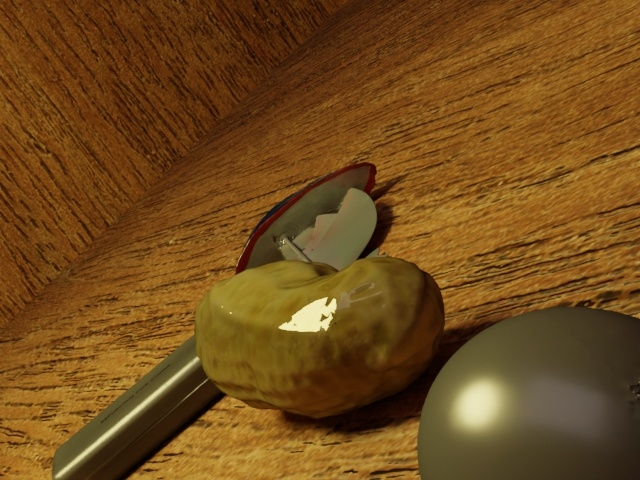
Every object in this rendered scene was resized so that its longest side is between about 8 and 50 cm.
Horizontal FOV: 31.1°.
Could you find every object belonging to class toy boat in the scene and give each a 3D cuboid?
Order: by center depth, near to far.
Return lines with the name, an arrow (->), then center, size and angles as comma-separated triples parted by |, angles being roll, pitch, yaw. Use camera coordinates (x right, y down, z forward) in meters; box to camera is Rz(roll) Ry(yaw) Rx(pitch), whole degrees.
toy boat -> 0.012, -0.019, 1.399 | 0.219, 0.072, 0.318 | -49, 20, -23

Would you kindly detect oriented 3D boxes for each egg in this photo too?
egg -> 0.129, 0.106, 0.557 | 0.146, 0.146, 0.199 | -44, 22, -15

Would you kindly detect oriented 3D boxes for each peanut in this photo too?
peanut -> -0.008, 0.081, 1.003 | 0.147, 0.147, 0.305 | -46, 19, -22

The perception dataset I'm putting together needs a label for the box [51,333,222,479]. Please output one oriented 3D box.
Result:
box -> -0.191, 0.191, 1.282 | 0.244, 0.055, 0.103 | -39, 15, -2
